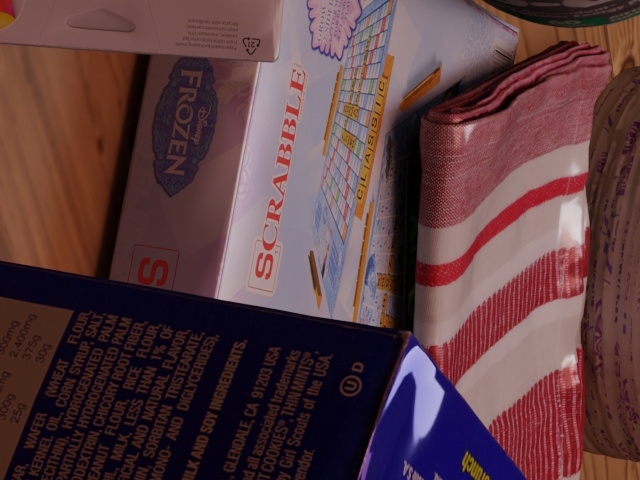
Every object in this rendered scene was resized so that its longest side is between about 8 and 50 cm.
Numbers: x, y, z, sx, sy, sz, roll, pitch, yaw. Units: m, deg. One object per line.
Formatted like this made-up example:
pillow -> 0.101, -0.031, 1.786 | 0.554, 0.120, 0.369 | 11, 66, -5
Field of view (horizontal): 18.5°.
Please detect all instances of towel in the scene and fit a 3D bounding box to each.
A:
towel -> 0.113, 0.059, 1.181 | 0.237, 0.037, 0.329 | -31, 126, -58

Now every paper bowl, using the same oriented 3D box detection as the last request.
paper bowl -> 0.230, 0.016, 1.413 | 0.284, 0.148, 0.284 | -23, 117, -57

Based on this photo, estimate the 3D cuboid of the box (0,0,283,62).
box -> -0.082, -0.170, 0.793 | 0.038, 0.145, 0.186 | -130, -137, -82

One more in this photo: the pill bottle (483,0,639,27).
pill bottle -> 0.112, -0.226, 0.994 | 0.361, 0.204, 0.204 | 2, 95, -75

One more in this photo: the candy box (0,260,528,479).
candy box -> -0.080, 0.111, 0.683 | 0.268, 0.317, 0.122 | 51, 55, -53

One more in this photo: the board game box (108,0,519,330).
board game box -> 0.000, 0.000, 1.065 | 0.318, 0.065, 0.319 | 19, 80, -63

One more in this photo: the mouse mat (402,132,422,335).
mouse mat -> 0.088, -0.007, 1.154 | 0.189, 0.007, 0.153 | -31, 125, -58
